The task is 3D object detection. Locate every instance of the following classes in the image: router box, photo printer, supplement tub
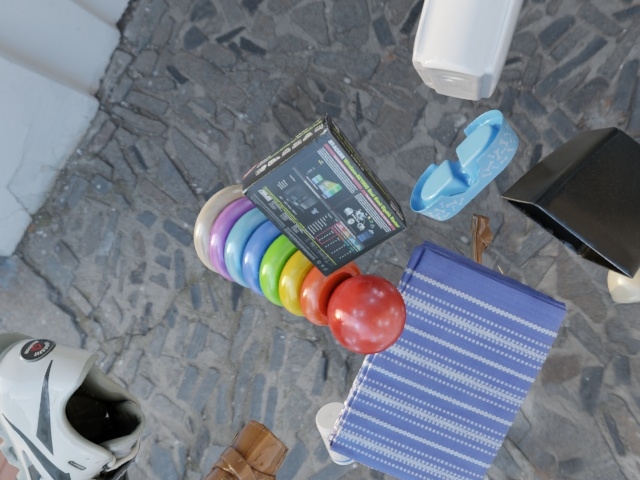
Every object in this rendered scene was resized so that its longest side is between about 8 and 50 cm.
[{"bbox_3d":[0.005,-0.036,0.446,0.092,0.122,0.038,-32,31,20],"label":"router box"},{"bbox_3d":[0.204,-0.343,0.616,0.107,0.256,0.308,15,102,14],"label":"photo printer"},{"bbox_3d":[0.038,0.383,1.002,0.070,0.071,0.107,-11,117,17],"label":"supplement tub"}]

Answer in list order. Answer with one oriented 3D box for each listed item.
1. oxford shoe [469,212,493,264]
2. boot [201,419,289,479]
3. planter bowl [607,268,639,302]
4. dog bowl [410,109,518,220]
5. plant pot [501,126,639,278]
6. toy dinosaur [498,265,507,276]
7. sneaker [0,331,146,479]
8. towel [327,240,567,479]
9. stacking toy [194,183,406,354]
[{"bbox_3d":[0.545,0.003,1.710,0.075,0.076,0.213,9,64,7],"label":"oxford shoe"},{"bbox_3d":[-0.127,0.365,0.684,0.108,0.284,0.220,23,61,18],"label":"boot"},{"bbox_3d":[0.976,0.109,1.586,0.162,0.162,0.109,-28,93,14],"label":"planter bowl"},{"bbox_3d":[0.337,-0.166,1.190,0.074,0.166,0.297,32,121,-16],"label":"dog bowl"},{"bbox_3d":[0.439,-0.075,0.812,0.187,0.188,0.167,36,100,-1],"label":"plant pot"},{"bbox_3d":[0.441,0.166,1.223,0.064,0.112,0.212,41,121,46],"label":"toy dinosaur"},{"bbox_3d":[-0.271,0.251,0.600,0.146,0.123,0.331,1,127,11],"label":"sneaker"},{"bbox_3d":[0.179,0.194,0.732,0.243,0.040,0.336,23,98,-5],"label":"towel"},{"bbox_3d":[-0.024,0.038,0.654,0.330,0.141,0.141,28,94,40],"label":"stacking toy"}]
